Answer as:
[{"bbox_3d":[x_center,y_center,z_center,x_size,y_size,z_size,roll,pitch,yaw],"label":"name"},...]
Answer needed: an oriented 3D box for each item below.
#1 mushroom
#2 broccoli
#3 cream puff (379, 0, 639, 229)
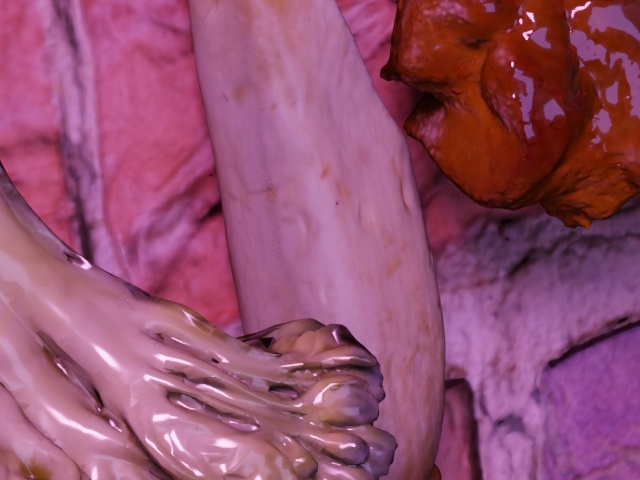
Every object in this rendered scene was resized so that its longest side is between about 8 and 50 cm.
[{"bbox_3d":[0.003,-0.001,0.964,0.107,0.087,0.333,-20,108,-38],"label":"mushroom"},{"bbox_3d":[-0.134,0.073,0.788,0.288,0.248,0.245,-36,125,-21],"label":"broccoli"},{"bbox_3d":[0.146,-0.122,0.968,0.269,0.155,0.241,10,80,-40],"label":"cream puff"}]
